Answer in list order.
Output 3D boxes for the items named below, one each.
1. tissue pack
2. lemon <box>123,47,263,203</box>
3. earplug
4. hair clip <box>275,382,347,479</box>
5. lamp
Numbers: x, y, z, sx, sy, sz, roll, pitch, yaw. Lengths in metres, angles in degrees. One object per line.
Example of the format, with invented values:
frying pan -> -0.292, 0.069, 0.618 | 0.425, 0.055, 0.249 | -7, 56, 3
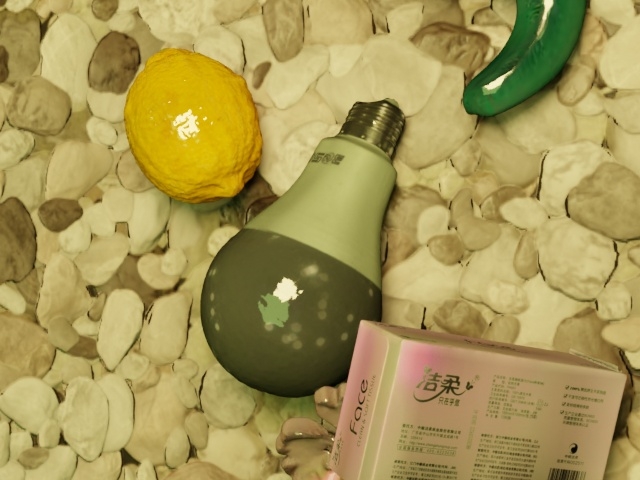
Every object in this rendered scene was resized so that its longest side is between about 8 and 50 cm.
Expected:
tissue pack -> 0.147, 0.163, 1.131 | 0.246, 0.092, 0.148 | 11, 94, -24
lemon -> -0.135, -0.124, 1.288 | 0.142, 0.142, 0.187 | -30, 71, 17
earplug -> 0.134, -0.289, 1.206 | 0.280, 0.164, 0.257 | 29, 136, 30
hair clip -> 0.013, 0.261, 1.244 | 0.173, 0.069, 0.300 | 26, 114, -18
lamp -> -0.018, 0.003, 1.246 | 0.182, 0.182, 0.313 | 3, 69, 21
